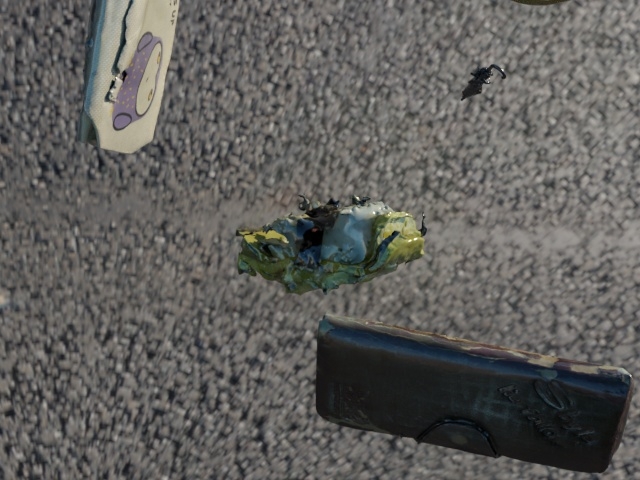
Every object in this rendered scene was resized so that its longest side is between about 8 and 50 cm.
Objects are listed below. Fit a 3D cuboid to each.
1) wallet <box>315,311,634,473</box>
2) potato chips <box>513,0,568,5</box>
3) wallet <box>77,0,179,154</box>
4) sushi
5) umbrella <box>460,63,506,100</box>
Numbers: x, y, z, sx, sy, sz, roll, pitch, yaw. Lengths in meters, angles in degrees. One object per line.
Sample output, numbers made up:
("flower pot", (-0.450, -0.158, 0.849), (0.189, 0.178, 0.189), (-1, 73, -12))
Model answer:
("wallet", (0.110, 0.119, 0.877), (0.232, 0.122, 0.031), (9, 45, 10))
("potato chips", (0.205, -0.268, 0.919), (0.150, 0.049, 0.201), (21, 85, 25))
("wallet", (-0.223, -0.259, 1.468), (0.068, 0.275, 0.335), (16, 105, 11))
("sushi", (0.001, 0.007, 1.585), (0.139, 0.291, 0.131), (-14, 103, -50))
("umbrella", (0.134, -0.136, 1.005), (0.022, 0.122, 0.013), (43, 81, -5))
